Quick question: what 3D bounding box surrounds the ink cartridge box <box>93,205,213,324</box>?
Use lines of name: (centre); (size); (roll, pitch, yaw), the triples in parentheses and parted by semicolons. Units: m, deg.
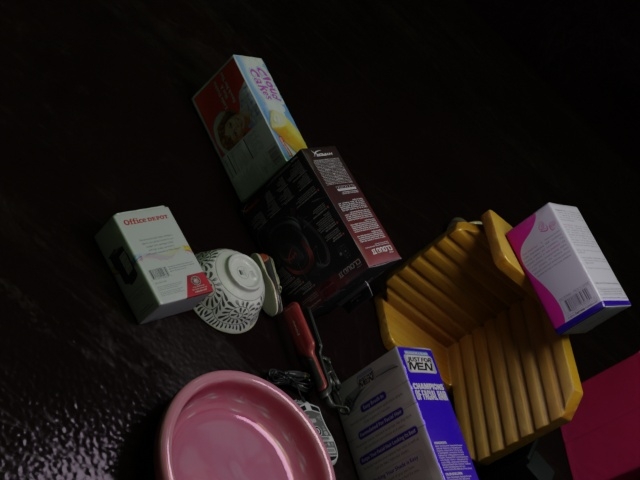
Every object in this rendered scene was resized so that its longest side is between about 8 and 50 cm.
ink cartridge box: (-0.281, 0.039, 1.568); (0.127, 0.072, 0.175); (-13, 69, -51)

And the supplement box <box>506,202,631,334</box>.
supplement box: (0.457, 0.052, 1.723); (0.114, 0.111, 0.220); (3, 57, -47)

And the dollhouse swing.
dollhouse swing: (0.295, 0.202, 1.810); (0.315, 0.347, 0.305); (38, 38, -17)

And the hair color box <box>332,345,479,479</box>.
hair color box: (0.157, 0.378, 1.641); (0.110, 0.185, 0.338); (8, 53, -43)

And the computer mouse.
computer mouse: (-0.031, 0.313, 1.622); (0.106, 0.042, 0.193); (14, 43, -46)

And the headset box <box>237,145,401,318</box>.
headset box: (0.000, 0.000, 1.783); (0.110, 0.218, 0.293); (-12, 67, -50)

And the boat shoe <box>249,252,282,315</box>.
boat shoe: (-0.095, 0.082, 1.755); (0.043, 0.049, 0.137); (11, 46, -43)

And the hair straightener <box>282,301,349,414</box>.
hair straightener: (0.006, 0.219, 1.706); (0.089, 0.047, 0.230); (22, 34, -56)

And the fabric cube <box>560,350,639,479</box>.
fabric cube: (0.738, 0.446, 2.148); (0.254, 0.258, 0.259); (23, 43, -31)

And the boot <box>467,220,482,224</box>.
boot: (0.362, 0.095, 2.118); (0.262, 0.095, 0.203); (74, 7, -56)

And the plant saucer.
plant saucer: (-0.123, 0.365, 1.436); (0.332, 0.084, 0.332); (29, 40, -28)

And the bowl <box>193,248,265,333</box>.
bowl: (-0.156, 0.075, 1.666); (0.170, 0.080, 0.170); (28, 42, -28)

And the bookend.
bookend: (0.407, 0.494, 1.832); (0.156, 0.157, 0.072); (49, 36, -1)

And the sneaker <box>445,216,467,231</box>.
sneaker: (0.384, 0.027, 2.326); (0.188, 0.066, 0.071); (40, 53, -5)

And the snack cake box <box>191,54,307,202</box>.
snack cake box: (-0.141, -0.225, 1.891); (0.089, 0.152, 0.264); (-5, 63, -50)
